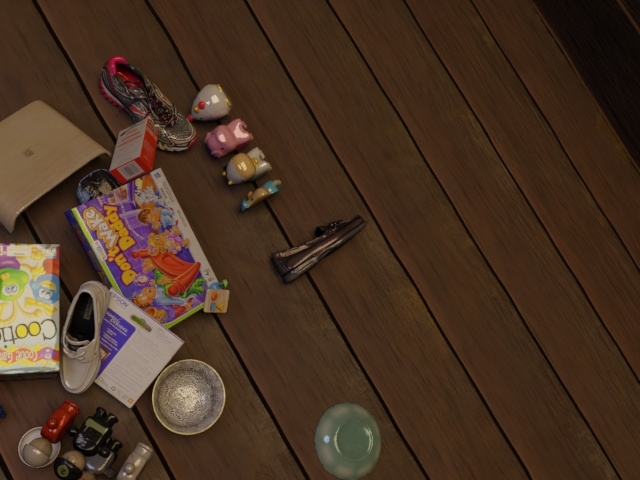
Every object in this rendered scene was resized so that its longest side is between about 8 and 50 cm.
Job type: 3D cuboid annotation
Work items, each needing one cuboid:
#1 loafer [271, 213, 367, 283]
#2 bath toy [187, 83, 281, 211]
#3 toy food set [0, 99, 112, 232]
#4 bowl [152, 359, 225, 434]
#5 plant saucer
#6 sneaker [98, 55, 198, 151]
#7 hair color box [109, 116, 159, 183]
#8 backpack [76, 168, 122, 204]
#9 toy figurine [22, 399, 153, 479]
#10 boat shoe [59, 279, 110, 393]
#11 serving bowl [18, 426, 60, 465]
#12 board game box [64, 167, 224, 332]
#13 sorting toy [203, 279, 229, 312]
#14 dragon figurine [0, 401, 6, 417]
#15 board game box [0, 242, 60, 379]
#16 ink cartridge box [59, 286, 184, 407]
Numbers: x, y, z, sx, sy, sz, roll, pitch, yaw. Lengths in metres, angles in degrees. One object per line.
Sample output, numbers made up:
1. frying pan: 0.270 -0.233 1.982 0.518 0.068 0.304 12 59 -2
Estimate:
1. loafer: 0.000 0.000 1.843 0.302 0.109 0.095 -36 85 -27
2. bath toy: -0.243 -0.253 1.811 0.129 0.151 0.348 -31 86 5
3. toy food set: -0.686 -0.182 1.601 0.220 0.092 0.306 38 59 9
4. bowl: -0.315 0.368 1.581 0.170 0.080 0.170 8 70 -22
5. plant saucer: 0.081 0.515 1.738 0.195 0.037 0.195 8 69 -23
6. sneaker: -0.447 -0.348 1.751 0.299 0.112 0.121 39 61 -9
7. hair color box: -0.459 -0.223 1.672 0.053 0.093 0.167 53 21 -41
8. backpack: -0.533 -0.106 1.642 0.105 0.084 0.114 -39 97 -29
9. toy figurine: -0.477 0.447 1.393 0.209 0.213 0.148 57 48 -33
10. boat shoe: -0.521 0.214 1.454 0.095 0.084 0.258 10 98 1
11. serving bowl: -0.604 0.444 1.452 0.083 0.027 0.083 8 69 -22
12. board game box: -0.411 0.035 1.603 0.233 0.078 0.347 -32 103 -30
13. sorting toy: -0.249 0.134 1.640 0.062 0.012 0.083 7 93 -38
14. dragon figurine: -0.734 0.278 1.352 0.144 0.289 0.085 25 53 28
15. board game box: -0.644 0.158 1.467 0.142 0.144 0.275 2 72 -25
16. ink cartridge box: -0.444 0.239 1.524 0.206 0.045 0.208 39 99 -6
